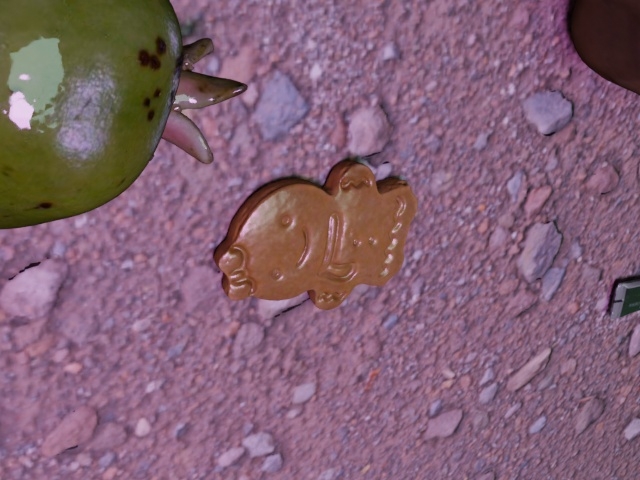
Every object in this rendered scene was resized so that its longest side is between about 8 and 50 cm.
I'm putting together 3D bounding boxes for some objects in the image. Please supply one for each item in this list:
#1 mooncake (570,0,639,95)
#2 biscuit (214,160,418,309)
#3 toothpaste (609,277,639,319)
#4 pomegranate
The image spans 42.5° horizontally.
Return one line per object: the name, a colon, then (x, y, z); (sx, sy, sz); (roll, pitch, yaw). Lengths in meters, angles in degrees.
mooncake: (0.376, -0.277, 0.691); (0.379, 0.201, 0.378); (-13, 120, -24)
biscuit: (0.005, -0.004, 0.684); (0.184, 0.027, 0.133); (10, 109, -38)
toothpaste: (0.430, 0.055, 1.009); (0.204, 0.031, 0.049); (-11, 118, -28)
pomegranate: (-0.144, -0.092, 0.450); (0.224, 0.182, 0.181); (7, 111, -61)
